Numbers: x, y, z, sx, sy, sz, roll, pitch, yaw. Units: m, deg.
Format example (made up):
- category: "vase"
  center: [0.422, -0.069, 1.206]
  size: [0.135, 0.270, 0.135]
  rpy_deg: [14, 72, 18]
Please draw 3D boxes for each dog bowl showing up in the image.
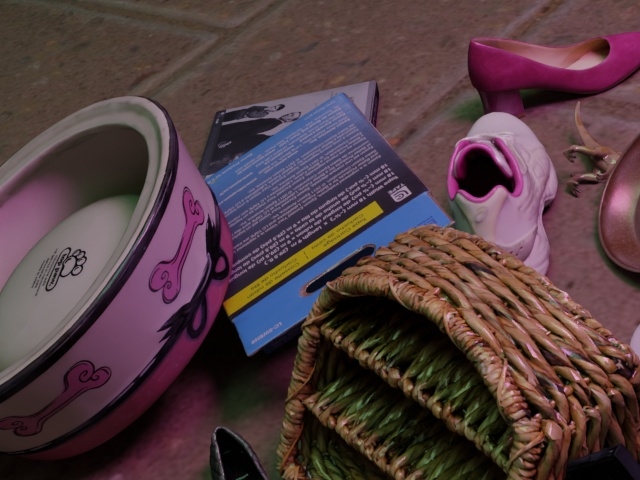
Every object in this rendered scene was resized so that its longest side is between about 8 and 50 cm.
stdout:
- category: "dog bowl"
  center: [-0.265, 0.048, 1.191]
  size: [0.408, 0.150, 0.408]
  rpy_deg: [-27, 37, 23]

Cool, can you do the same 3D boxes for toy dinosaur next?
- category: "toy dinosaur"
  center: [0.321, -0.090, 1.283]
  size: [0.092, 0.053, 0.183]
  rpy_deg: [-17, 39, -24]

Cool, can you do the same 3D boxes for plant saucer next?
- category: "plant saucer"
  center: [0.367, -0.050, 1.140]
  size: [0.198, 0.036, 0.198]
  rpy_deg: [-40, 34, 35]

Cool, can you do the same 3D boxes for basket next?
- category: "basket"
  center: [0.093, 0.139, 0.928]
  size: [0.223, 0.213, 0.299]
  rpy_deg: [-32, 37, -18]

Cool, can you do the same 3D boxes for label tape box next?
- category: "label tape box"
  center: [0.000, 0.000, 1.221]
  size: [0.240, 0.106, 0.333]
  rpy_deg: [-33, 35, 1]

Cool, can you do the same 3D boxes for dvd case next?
- category: "dvd case"
  center: [-0.042, -0.141, 1.532]
  size: [0.239, 0.029, 0.179]
  rpy_deg: [-9, 36, 14]

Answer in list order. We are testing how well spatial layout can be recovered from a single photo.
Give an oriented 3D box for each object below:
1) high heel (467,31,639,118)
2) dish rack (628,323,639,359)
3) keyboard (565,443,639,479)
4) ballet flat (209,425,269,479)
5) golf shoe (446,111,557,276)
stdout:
- category: "high heel"
  center: [0.302, -0.241, 1.422]
  size: [0.244, 0.117, 0.082]
  rpy_deg: [-20, 35, 0]
- category: "dish rack"
  center: [0.417, 0.151, 0.831]
  size: [0.285, 0.072, 0.333]
  rpy_deg: [-23, 48, -1]
- category: "keyboard"
  center: [0.255, 0.213, 0.763]
  size: [0.038, 0.192, 0.100]
  rpy_deg: [-38, -2, -28]
- category: "ballet flat"
  center: [-0.065, 0.234, 1.019]
  size: [0.057, 0.049, 0.173]
  rpy_deg: [-29, 36, -12]
- category: "golf shoe"
  center: [0.195, -0.075, 1.234]
  size: [0.115, 0.140, 0.306]
  rpy_deg: [-11, 34, 14]
